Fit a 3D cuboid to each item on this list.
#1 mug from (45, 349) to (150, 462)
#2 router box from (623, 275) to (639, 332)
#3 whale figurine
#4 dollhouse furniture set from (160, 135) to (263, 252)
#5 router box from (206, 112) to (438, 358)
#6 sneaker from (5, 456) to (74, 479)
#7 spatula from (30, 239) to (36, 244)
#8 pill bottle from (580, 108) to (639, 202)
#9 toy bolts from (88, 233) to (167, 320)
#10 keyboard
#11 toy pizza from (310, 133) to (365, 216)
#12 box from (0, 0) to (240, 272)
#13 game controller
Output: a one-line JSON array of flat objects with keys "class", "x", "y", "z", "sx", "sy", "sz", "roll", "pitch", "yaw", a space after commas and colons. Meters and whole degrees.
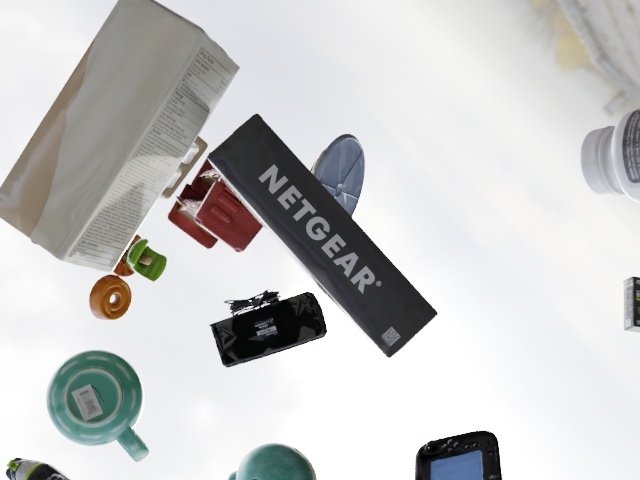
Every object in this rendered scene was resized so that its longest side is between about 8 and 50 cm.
[{"class": "mug", "x": -0.289, "y": 0.215, "z": 1.389, "sx": 0.157, "sy": 0.129, "sz": 0.097, "roll": 18, "pitch": 167, "yaw": -4}, {"class": "router box", "x": 0.591, "y": 0.118, "z": 1.807, "sx": 0.122, "sy": 0.092, "sz": 0.038, "roll": 9, "pitch": 161, "yaw": -12}, {"class": "whale figurine", "x": -0.127, "y": 0.550, "z": 2.147, "sx": 0.216, "sy": 0.272, "sz": 0.141, "roll": 34, "pitch": -178, "yaw": 31}, {"class": "dollhouse furniture set", "x": -0.260, "y": -0.142, "z": 1.799, "sx": 0.374, "sy": 0.152, "sz": 0.201, "roll": 38, "pitch": 167, "yaw": -21}, {"class": "router box", "x": 0.000, "y": 0.000, "z": 1.262, "sx": 0.309, "sy": 0.081, "sz": 0.243, "roll": 48, "pitch": 177, "yaw": 2}, {"class": "sneaker", "x": -0.458, "y": 0.423, "z": 1.746, "sx": 0.097, "sy": 0.084, "sz": 0.235, "roll": 19, "pitch": 148, "yaw": 25}, {"class": "spatula", "x": -0.629, "y": -0.050, "z": 2.163, "sx": 0.296, "sy": 0.030, "sz": 0.084, "roll": 39, "pitch": -131, "yaw": -65}, {"class": "pill bottle", "x": 0.632, "y": -0.158, "z": 1.839, "sx": 0.176, "sy": 0.176, "sz": 0.318, "roll": 37, "pitch": 152, "yaw": -33}, {"class": "toy bolts", "x": -0.483, "y": 0.039, "z": 2.222, "sx": 0.158, "sy": 0.218, "sz": 0.228, "roll": 11, "pitch": 150, "yaw": 39}, {"class": "keyboard", "x": -0.077, "y": 0.122, "z": 1.563, "sx": 0.038, "sy": 0.192, "sz": 0.100, "roll": -8, "pitch": -100, "yaw": -65}, {"class": "toy pizza", "x": 0.019, "y": -0.092, "z": 1.820, "sx": 0.032, "sy": 0.201, "sz": 0.201, "roll": 19, "pitch": 180, "yaw": 25}, {"class": "box", "x": -0.242, "y": -0.127, "z": 1.243, "sx": 0.121, "sy": 0.311, "sz": 0.148, "roll": 32, "pitch": 179, "yaw": 16}, {"class": "game controller", "x": 0.252, "y": 0.456, "z": 1.886, "sx": 0.067, "sy": 0.166, "sz": 0.319, "roll": 60, "pitch": -163, "yaw": -20}]
